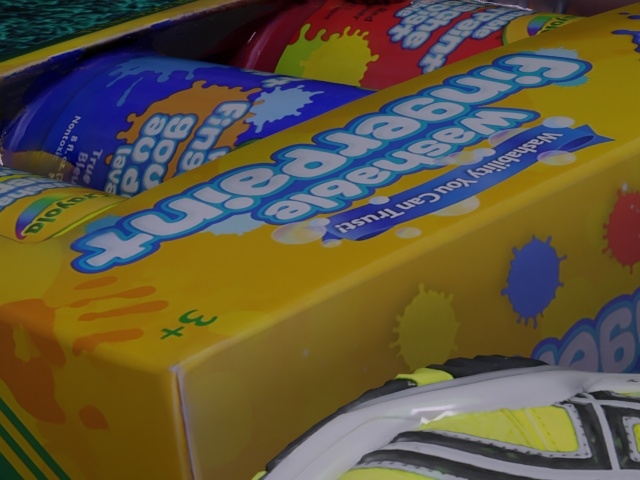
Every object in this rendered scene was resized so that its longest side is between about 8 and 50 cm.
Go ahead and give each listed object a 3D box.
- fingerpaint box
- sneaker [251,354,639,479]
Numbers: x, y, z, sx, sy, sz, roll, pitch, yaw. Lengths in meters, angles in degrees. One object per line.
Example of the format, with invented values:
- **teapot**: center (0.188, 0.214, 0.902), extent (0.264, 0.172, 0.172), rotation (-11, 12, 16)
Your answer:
- **fingerpaint box**: center (0.000, 0.000, 0.836), extent (0.445, 0.163, 0.371), rotation (-24, 26, -38)
- **sneaker**: center (0.117, 0.100, 0.555), extent (0.385, 0.145, 0.147), rotation (-21, 20, -30)
